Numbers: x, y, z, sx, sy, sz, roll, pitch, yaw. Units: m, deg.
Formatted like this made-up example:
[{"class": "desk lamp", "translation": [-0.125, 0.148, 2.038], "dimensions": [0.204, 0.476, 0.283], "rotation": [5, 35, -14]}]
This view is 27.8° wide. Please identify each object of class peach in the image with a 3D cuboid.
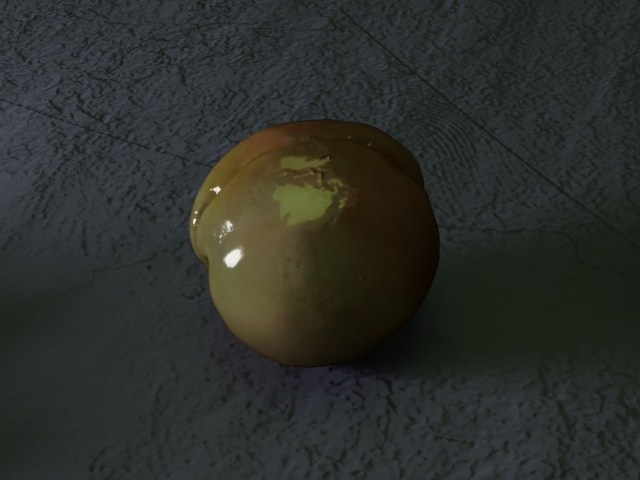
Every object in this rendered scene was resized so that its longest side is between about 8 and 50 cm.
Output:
[{"class": "peach", "translation": [0.000, 0.000, 0.938], "dimensions": [0.184, 0.184, 0.184], "rotation": [-2, 35, 2]}]
